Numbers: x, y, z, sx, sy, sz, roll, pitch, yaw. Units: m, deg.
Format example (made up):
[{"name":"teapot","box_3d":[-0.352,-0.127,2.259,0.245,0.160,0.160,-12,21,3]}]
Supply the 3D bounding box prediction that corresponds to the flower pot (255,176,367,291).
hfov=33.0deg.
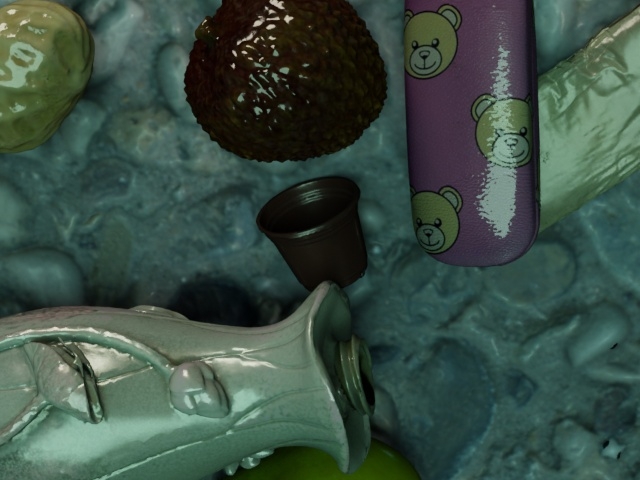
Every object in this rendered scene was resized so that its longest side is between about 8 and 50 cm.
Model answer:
[{"name":"flower pot","box_3d":[0.000,0.000,1.102,0.111,0.111,0.089,-16,119,9]}]

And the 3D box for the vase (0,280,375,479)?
[{"name":"vase","box_3d":[-0.170,0.163,1.072,0.446,0.250,0.249,-10,105,11]}]

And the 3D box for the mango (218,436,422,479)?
[{"name":"mango","box_3d":[-0.012,0.311,1.159,0.273,0.149,0.185,-28,97,15]}]

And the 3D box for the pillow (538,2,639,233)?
[{"name":"pillow","box_3d":[0.261,-0.116,1.067,0.230,0.050,0.148,-33,92,16]}]

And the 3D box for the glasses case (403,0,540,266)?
[{"name":"glasses case","box_3d":[0.144,-0.132,1.033,0.123,0.076,0.316,-1,93,24]}]

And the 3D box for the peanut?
[{"name":"peanut","box_3d":[-0.355,-0.137,1.079,0.299,0.120,0.136,-21,98,13]}]

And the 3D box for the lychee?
[{"name":"lychee","box_3d":[-0.035,-0.161,1.017,0.195,0.194,0.194,1,106,4]}]
